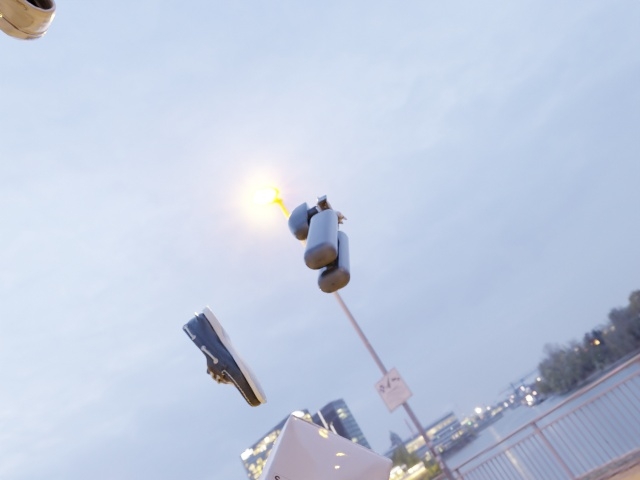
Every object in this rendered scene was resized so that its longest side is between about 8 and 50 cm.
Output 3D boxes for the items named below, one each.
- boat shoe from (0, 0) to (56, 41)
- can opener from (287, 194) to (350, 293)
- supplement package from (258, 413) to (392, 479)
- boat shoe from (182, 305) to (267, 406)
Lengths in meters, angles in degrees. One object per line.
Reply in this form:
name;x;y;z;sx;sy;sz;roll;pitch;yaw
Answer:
boat shoe;-0.468;-0.401;0.620;0.088;0.268;0.096;-17;27;36
can opener;0.000;0.000;0.708;0.093;0.074;0.280;-29;17;7
supplement package;-0.036;0.444;0.673;0.178;0.175;0.293;111;-176;-48
boat shoe;-0.237;0.294;1.141;0.091;0.302;0.114;-35;-39;-13
